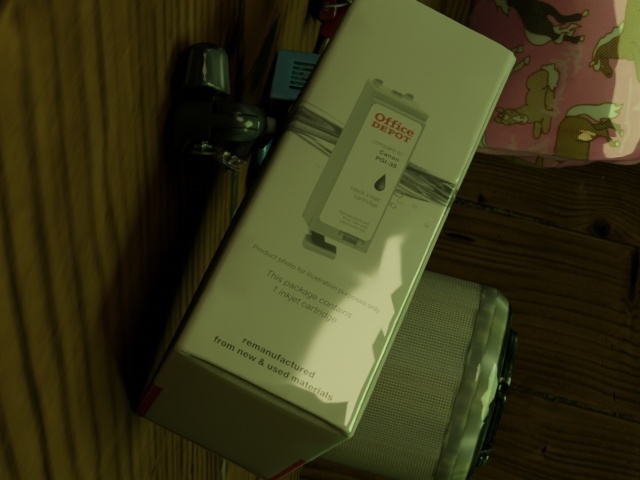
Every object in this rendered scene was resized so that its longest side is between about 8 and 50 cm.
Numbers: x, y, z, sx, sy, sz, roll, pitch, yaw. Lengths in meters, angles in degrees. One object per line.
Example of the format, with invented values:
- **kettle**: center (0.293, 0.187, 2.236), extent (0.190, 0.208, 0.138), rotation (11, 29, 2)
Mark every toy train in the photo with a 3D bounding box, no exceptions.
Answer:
- **toy train**: center (-0.015, -0.080, 1.110), extent (0.184, 0.080, 0.105), rotation (95, 5, -60)

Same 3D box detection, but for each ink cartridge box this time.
- **ink cartridge box**: center (0.000, 0.000, 0.844), extent (0.283, 0.117, 0.207), rotation (-64, -175, -23)

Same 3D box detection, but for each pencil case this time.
- **pencil case**: center (0.179, -0.247, 0.917), extent (0.160, 0.167, 0.386), rotation (-12, 110, -40)

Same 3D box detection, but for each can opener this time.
- **can opener**: center (-0.053, -0.077, 0.810), extent (0.186, 0.059, 0.073), rotation (19, 85, -84)

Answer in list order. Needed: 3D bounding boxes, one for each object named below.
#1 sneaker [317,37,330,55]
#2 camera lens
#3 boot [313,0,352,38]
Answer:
- **sneaker**: center (0.034, -0.193, 1.330), extent (0.185, 0.069, 0.084), rotation (-71, 178, -49)
- **camera lens**: center (0.055, 0.129, 1.318), extent (0.219, 0.274, 0.220), rotation (15, 90, -85)
- **boot**: center (0.043, -0.277, 1.139), extent (0.244, 0.088, 0.176), rotation (94, 13, -80)
